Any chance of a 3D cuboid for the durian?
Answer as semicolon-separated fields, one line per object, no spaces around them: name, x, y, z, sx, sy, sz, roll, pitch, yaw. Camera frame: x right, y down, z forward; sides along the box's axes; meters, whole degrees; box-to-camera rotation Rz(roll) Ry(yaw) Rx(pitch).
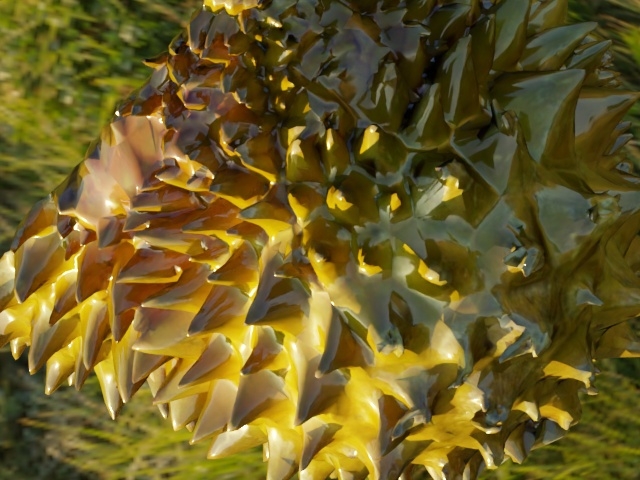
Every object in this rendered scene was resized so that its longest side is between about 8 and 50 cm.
durian;0.012;0.004;0.475;0.138;0.250;0.183;43;101;-1
